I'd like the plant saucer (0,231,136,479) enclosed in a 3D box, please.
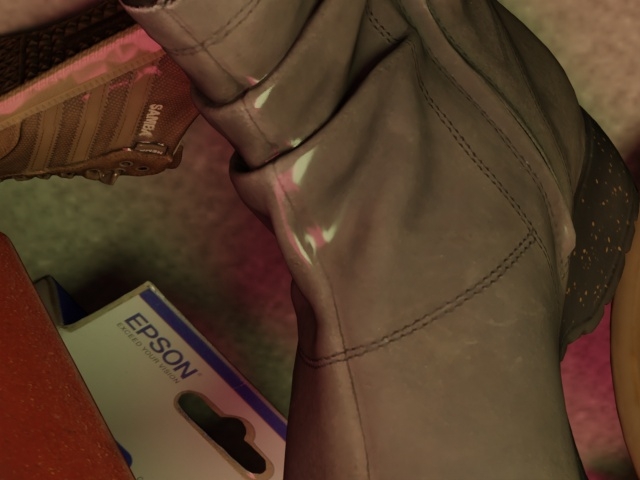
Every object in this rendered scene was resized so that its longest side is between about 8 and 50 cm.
[{"bbox_3d":[-0.087,0.134,0.535,0.048,0.259,0.258,-18,126,-18],"label":"plant saucer"}]

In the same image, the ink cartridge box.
[{"bbox_3d":[-0.148,0.131,0.704,0.333,0.065,0.165,-29,118,22],"label":"ink cartridge box"}]

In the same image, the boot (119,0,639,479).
[{"bbox_3d":[0.000,0.000,0.455,0.118,0.338,0.222,-17,126,25],"label":"boot"}]

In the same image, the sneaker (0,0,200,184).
[{"bbox_3d":[-0.089,-0.045,0.579,0.188,0.066,0.071,-21,122,16],"label":"sneaker"}]

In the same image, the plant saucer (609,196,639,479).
[{"bbox_3d":[0.240,0.029,0.523,0.278,0.277,0.041,-23,151,16],"label":"plant saucer"}]
